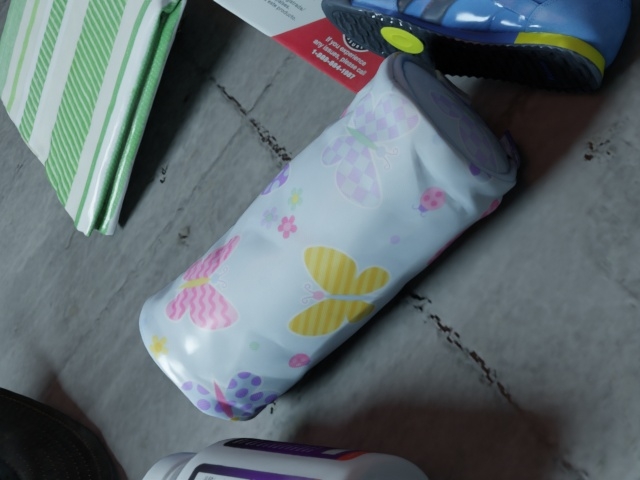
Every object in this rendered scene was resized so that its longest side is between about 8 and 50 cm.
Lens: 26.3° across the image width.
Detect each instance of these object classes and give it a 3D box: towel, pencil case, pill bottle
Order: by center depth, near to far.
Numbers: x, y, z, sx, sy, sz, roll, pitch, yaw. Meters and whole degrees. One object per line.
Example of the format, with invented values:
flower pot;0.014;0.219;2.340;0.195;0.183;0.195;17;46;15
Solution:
pill bottle;-0.027;0.178;0.842;0.194;0.108;0.108;-2;67;46
pencil case;0.000;0.000;0.911;0.273;0.113;0.124;-45;35;19
towel;-0.221;-0.180;1.251;0.325;0.038;0.247;48;125;50

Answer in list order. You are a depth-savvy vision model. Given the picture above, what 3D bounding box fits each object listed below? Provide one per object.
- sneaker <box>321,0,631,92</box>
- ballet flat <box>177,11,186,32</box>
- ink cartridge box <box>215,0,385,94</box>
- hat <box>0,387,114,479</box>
sneaker;0.102;-0.155;0.900;0.209;0.069;0.082;13;73;29
ballet flat;-0.187;-0.237;1.295;0.250;0.058;0.084;36;118;55
ink cartridge box;0.044;-0.263;0.947;0.273;0.197;0.114;-43;43;21
hat;-0.323;0.240;1.060;0.331;0.331;0.133;-128;31;-48
